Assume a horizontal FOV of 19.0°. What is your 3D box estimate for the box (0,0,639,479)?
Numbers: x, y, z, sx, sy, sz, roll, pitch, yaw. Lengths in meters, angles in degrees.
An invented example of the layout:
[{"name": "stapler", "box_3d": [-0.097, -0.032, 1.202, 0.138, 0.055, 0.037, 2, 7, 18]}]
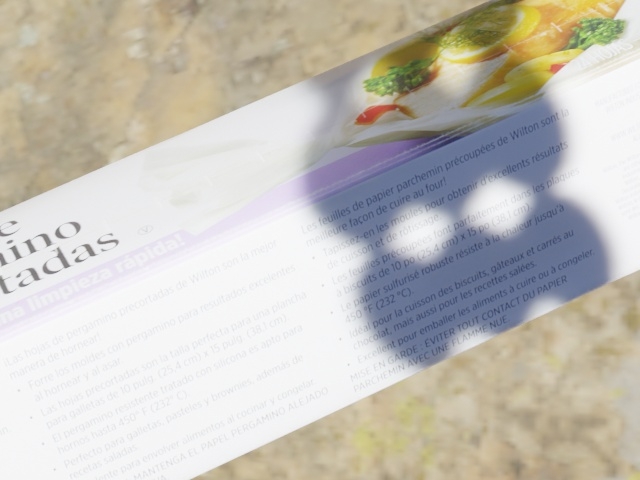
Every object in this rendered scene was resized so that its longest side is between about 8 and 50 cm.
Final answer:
[{"name": "box", "box_3d": [0.000, 0.000, 0.493, 0.324, 0.063, 0.067, -25, 122, -9]}]
